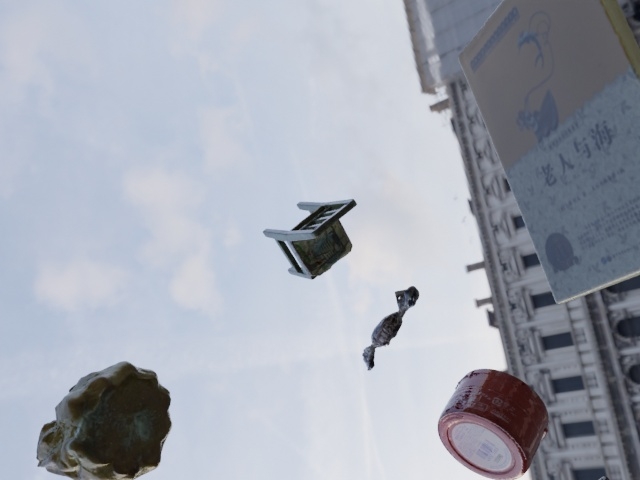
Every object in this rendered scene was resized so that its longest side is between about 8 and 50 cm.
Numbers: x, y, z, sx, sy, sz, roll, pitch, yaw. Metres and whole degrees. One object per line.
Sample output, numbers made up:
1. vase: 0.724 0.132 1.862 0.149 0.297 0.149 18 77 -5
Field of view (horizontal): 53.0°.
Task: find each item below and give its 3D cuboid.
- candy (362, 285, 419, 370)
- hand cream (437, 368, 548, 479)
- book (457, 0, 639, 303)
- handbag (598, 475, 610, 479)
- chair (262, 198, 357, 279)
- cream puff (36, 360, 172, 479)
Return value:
1. candy: 0.148 0.189 1.401 0.051 0.226 0.094 30 -158 3
2. hand cream: 0.335 0.360 1.253 0.125 0.193 0.193 -44 -69 -38
3. book: 0.302 -0.135 0.785 0.032 0.269 0.389 -12 -106 -21
4. handbag: 0.245 0.399 0.690 0.254 0.088 0.211 -11 -84 -34
5. chair: 0.000 0.000 1.485 0.136 0.270 0.147 -40 -70 -22
6. cream puff: -0.254 0.218 0.750 0.146 0.116 0.146 26 -123 -49
